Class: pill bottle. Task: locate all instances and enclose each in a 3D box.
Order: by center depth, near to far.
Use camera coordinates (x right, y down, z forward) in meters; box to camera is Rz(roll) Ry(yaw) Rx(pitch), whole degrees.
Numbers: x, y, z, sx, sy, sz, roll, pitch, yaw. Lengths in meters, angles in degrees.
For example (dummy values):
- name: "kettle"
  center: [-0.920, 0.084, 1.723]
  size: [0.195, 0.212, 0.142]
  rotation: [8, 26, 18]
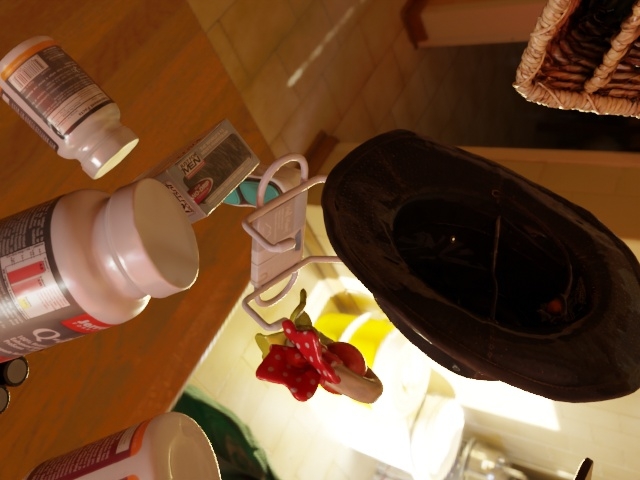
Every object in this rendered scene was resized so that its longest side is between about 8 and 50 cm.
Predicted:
- name: "pill bottle"
  center: [-0.386, 0.044, 0.941]
  size: [0.210, 0.363, 0.210]
  rotation: [-18, 90, -76]
- name: "pill bottle"
  center: [-0.396, 0.476, 1.120]
  size: [0.224, 0.392, 0.224]
  rotation: [61, 13, -24]
- name: "pill bottle"
  center: [-0.528, -0.273, 1.311]
  size: [0.278, 0.162, 0.162]
  rotation: [47, 52, -10]

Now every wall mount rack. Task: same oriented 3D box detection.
- name: "wall mount rack"
  center: [0.000, 0.000, 1.098]
  size: [0.304, 0.130, 0.350]
  rotation: [-32, 146, -33]

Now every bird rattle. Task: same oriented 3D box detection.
- name: "bird rattle"
  center: [0.010, 0.170, 0.932]
  size: [0.207, 0.253, 0.143]
  rotation: [31, 84, -15]

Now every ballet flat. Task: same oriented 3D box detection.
- name: "ballet flat"
  center: [-0.185, -0.160, 1.651]
  size: [0.139, 0.400, 0.139]
  rotation: [-16, 113, -42]

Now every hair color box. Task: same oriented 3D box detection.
- name: "hair color box"
  center: [-0.311, -0.096, 1.277]
  size: [0.113, 0.374, 0.185]
  rotation: [51, 50, -17]

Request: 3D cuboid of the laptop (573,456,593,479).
- name: "laptop"
  center: [0.327, 0.547, 0.682]
  size: [0.408, 0.236, 0.382]
  rotation: [-34, 129, -45]

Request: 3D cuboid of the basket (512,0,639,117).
- name: "basket"
  center: [0.345, -0.239, 0.550]
  size: [0.223, 0.213, 0.299]
  rotation: [-49, 165, -30]

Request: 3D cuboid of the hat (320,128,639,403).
- name: "hat"
  center: [0.143, 0.041, 0.607]
  size: [0.331, 0.331, 0.134]
  rotation: [-40, 162, -44]

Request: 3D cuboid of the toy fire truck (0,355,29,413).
- name: "toy fire truck"
  center: [-0.641, 0.163, 1.099]
  size: [0.217, 0.158, 0.246]
  rotation: [-71, 151, -44]
